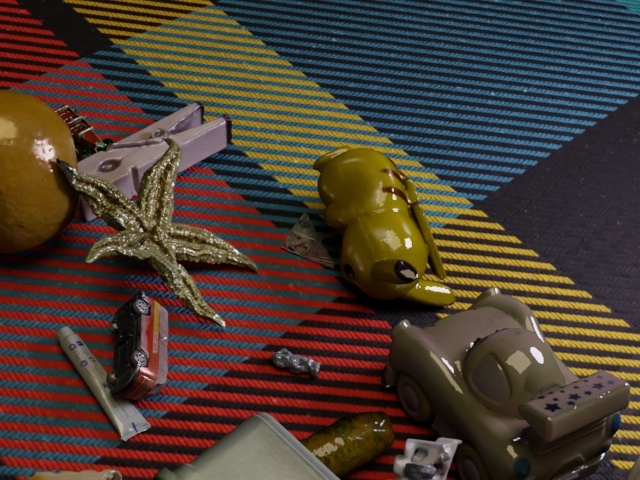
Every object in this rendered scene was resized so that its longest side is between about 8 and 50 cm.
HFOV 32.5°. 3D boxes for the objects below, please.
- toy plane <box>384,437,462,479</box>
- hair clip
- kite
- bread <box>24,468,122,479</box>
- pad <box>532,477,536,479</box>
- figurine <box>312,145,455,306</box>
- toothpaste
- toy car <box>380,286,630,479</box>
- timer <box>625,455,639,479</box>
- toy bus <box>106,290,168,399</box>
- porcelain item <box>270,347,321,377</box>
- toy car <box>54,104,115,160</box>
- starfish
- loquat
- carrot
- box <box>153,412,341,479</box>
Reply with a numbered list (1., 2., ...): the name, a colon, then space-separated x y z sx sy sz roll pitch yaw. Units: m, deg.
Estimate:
1. toy plane: 0.163 0.397 1.544 0.244 0.117 0.245 -5 69 15
2. hair clip: -0.316 -0.152 1.984 0.331 0.085 0.101 -31 58 -32
3. kite: 0.000 0.000 1.966 0.152 0.005 0.137 -11 53 -22
4. bread: -0.336 0.370 1.493 0.177 0.084 0.119 3 45 -8
5. pad: 0.314 0.441 1.527 0.004 0.190 0.127 -9 31 41
6. figurine: 0.108 -0.013 1.896 0.169 0.218 0.327 -27 57 20
7. toothpaste: -0.339 0.215 1.676 0.052 0.033 0.218 -22 58 -38
8. toy car: 0.277 0.210 1.668 0.242 0.226 0.336 -18 49 -26
9. timer: 0.540 0.389 1.558 0.233 0.240 0.233 -7 72 23
10. toy bus: -0.278 0.169 1.692 0.077 0.079 0.174 32 34 -34
11. porcelain item: -0.041 0.197 1.759 0.083 0.028 0.036 18 30 6
12. toy car: -0.439 -0.191 2.017 0.143 0.054 0.073 38 52 23
13. starfish: -0.271 0.001 1.790 0.347 0.078 0.358 -11 72 -54
14. loquat: -0.528 -0.119 1.780 0.275 0.275 0.275 6 47 -6
15. carrot: 0.028 0.309 1.633 0.173 0.082 0.082 -17 53 -25
16. box: -0.052 0.384 1.460 0.312 0.175 0.182 40 62 23
